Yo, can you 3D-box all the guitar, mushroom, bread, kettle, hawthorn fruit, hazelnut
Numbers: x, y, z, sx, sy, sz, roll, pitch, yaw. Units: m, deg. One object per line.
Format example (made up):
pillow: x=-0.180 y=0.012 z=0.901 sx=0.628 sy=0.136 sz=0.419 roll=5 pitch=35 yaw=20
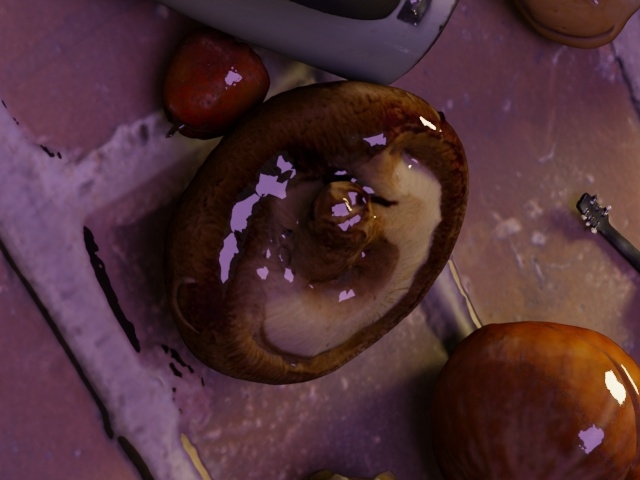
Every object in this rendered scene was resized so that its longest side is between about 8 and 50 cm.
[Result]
guitar: x=0.288 y=0.036 z=1.318 sx=0.233 sy=0.025 sz=0.088 roll=41 pitch=77 yaw=-25
mushroom: x=-0.009 y=-0.010 z=1.093 sx=0.231 sy=0.138 sz=0.194 roll=-40 pitch=154 yaw=-5
bread: x=0.224 y=-0.257 z=1.224 sx=0.134 sy=0.081 sz=0.225 roll=47 pitch=72 yaw=-29
kettle: x=-0.030 y=-0.199 z=1.020 sx=0.236 sy=0.221 sz=0.161 roll=18 pitch=112 yaw=-28
hawthorn fruit: x=-0.073 y=-0.106 z=1.089 sx=0.077 sy=0.077 sz=0.077 roll=-3 pitch=97 yaw=-28
hazelnut: x=0.158 y=0.139 z=1.185 sx=0.182 sy=0.182 sz=0.182 roll=-3 pitch=97 yaw=-28

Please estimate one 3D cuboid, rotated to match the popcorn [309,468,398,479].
popcorn: x=0.027 y=0.216 z=1.163 sx=0.089 sy=0.109 sz=0.097 roll=13 pitch=50 yaw=1
